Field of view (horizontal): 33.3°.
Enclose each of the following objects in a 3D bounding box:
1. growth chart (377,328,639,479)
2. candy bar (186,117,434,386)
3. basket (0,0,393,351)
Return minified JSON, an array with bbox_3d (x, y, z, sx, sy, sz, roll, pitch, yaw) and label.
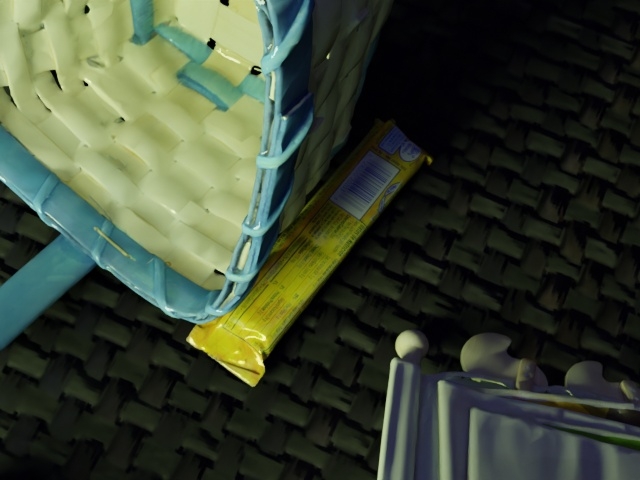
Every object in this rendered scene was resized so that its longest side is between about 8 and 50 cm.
[{"bbox_3d":[0.132,0.116,0.449,0.237,0.021,0.172,17,37,7],"label":"growth chart"},{"bbox_3d":[0.000,0.000,0.533,0.040,0.018,0.161,36,69,10],"label":"candy bar"},{"bbox_3d":[-0.100,-0.061,0.437,0.201,0.255,0.289,33,50,11],"label":"basket"}]
